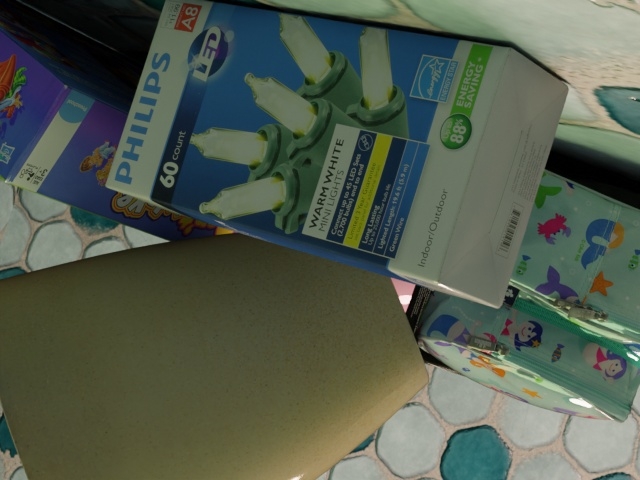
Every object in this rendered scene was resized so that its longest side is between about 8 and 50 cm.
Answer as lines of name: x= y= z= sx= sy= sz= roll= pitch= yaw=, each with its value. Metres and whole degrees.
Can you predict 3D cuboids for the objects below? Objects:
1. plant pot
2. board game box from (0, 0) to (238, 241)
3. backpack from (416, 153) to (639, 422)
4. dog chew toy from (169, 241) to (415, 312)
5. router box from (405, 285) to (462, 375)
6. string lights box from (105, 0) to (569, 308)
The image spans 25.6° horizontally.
plant pot: x=-0.068 y=0.098 z=1.042 sx=0.274 sy=0.257 sz=0.256 roll=-22 pitch=176 yaw=1
board game box: x=-0.174 y=-0.094 z=1.110 sx=0.233 sy=0.078 sz=0.347 roll=39 pitch=-171 yaw=32
backpack: x=0.192 y=0.034 z=1.059 sx=0.253 sy=0.191 sz=0.225 roll=14 pitch=174 yaw=5
dog chew toy: x=0.000 y=0.000 z=1.518 sx=0.331 sy=0.207 sz=0.206 roll=6 pitch=171 yaw=34
router box: x=0.143 y=0.032 z=1.251 sx=0.046 sy=0.179 sz=0.133 roll=22 pitch=176 yaw=-31
string lights box: x=0.002 y=-0.059 z=0.837 sx=0.259 sy=0.133 sz=0.076 roll=15 pitch=177 yaw=37
